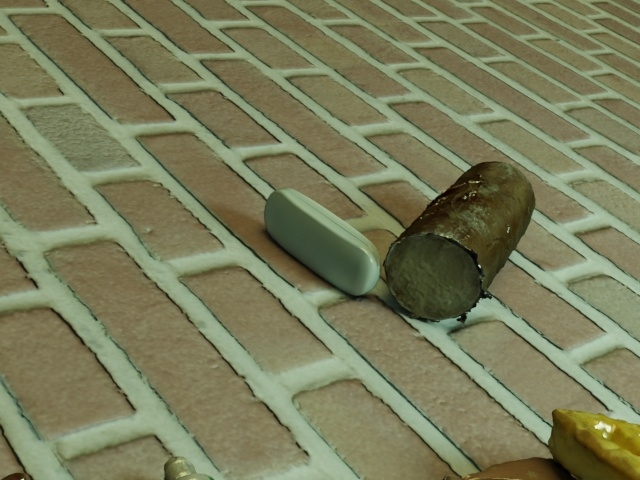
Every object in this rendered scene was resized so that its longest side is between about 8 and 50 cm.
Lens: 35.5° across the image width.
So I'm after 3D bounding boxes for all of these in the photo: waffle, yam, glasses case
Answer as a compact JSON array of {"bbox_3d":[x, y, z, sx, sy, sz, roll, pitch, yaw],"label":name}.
[{"bbox_3d":[0.346,0.229,0.914,0.274,0.057,0.168,15,13,-29],"label":"waffle"},{"bbox_3d":[0.180,-0.003,1.232,0.131,0.131,0.279,25,30,15],"label":"yam"},{"bbox_3d":[0.000,0.000,1.192,0.178,0.067,0.045,35,37,30],"label":"glasses case"}]

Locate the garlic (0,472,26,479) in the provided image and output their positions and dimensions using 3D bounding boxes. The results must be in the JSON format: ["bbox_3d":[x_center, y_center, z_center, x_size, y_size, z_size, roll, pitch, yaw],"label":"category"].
[{"bbox_3d":[-0.184,0.263,0.589,0.245,0.160,0.245,36,17,-13],"label":"garlic"}]

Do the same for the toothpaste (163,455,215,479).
[{"bbox_3d":[-0.070,0.259,0.754,0.078,0.047,0.248,-4,38,-28],"label":"toothpaste"}]

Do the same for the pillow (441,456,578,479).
[{"bbox_3d":[0.137,0.257,0.853,0.248,0.049,0.135,-7,36,-27],"label":"pillow"}]
